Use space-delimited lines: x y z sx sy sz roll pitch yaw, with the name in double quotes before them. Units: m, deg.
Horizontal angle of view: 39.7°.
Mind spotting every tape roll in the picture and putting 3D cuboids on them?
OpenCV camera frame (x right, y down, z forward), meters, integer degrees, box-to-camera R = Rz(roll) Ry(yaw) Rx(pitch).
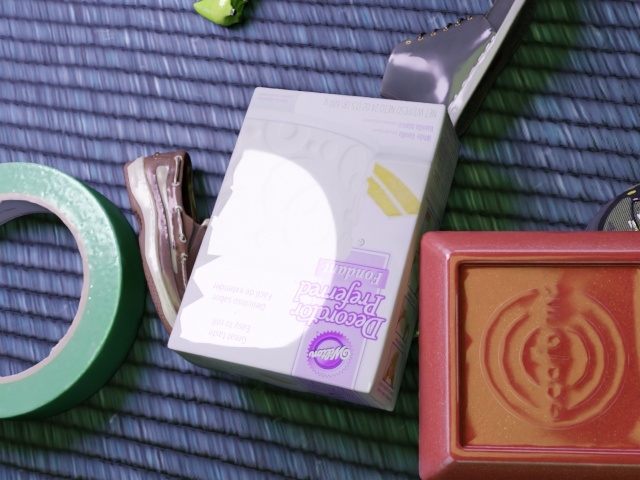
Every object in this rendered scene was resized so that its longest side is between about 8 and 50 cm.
"tape roll" -0.382 0.064 1.119 0.322 0.077 0.321 -3 76 13

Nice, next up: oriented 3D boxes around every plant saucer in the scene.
"plant saucer" 0.227 0.114 0.873 0.259 0.048 0.258 0 81 7

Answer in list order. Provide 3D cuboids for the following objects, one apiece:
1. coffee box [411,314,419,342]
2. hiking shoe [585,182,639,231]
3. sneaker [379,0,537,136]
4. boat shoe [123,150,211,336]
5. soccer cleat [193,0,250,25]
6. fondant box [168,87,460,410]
"coffee box" 0.029 0.089 1.030 0.184 0.040 0.113 -23 71 8
"hiking shoe" 0.383 -0.046 0.935 0.227 0.114 0.086 -27 72 7
"sneaker" 0.165 -0.243 1.049 0.118 0.083 0.222 31 88 18
"boat shoe" -0.164 0.003 1.072 0.095 0.095 0.257 -19 74 3
"soccer cleat" -0.107 -0.367 1.157 0.072 0.060 0.178 25 87 19
"fondant box" 0.000 0.000 0.993 0.238 0.096 0.330 9 72 22
